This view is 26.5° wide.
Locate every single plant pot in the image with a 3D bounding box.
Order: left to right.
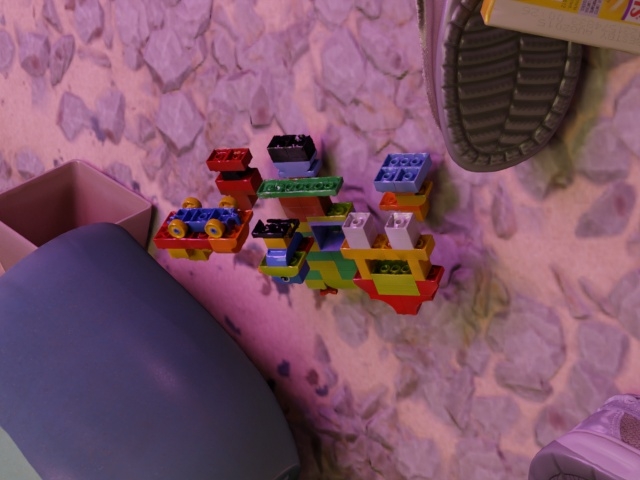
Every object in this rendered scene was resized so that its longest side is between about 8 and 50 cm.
[{"bbox_3d":[-0.217,0.008,1.176,0.109,0.109,0.096,30,135,35],"label":"plant pot"},{"bbox_3d":[-0.159,0.172,1.047,0.235,0.293,0.293,38,127,14],"label":"plant pot"}]

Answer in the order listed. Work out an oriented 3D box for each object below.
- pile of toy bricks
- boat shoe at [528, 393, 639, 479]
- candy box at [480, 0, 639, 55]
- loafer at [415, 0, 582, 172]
[{"bbox_3d":[0.000,0.000,0.973,0.212,0.118,0.105,1,132,28],"label":"pile of toy bricks"},{"bbox_3d":[0.270,0.182,0.752,0.320,0.103,0.118,25,135,36],"label":"boat shoe"},{"bbox_3d":[0.165,-0.205,0.738,0.027,0.105,0.206,-99,20,-59],"label":"candy box"},{"bbox_3d":[0.102,-0.167,0.829,0.087,0.094,0.251,-126,33,-68],"label":"loafer"}]
